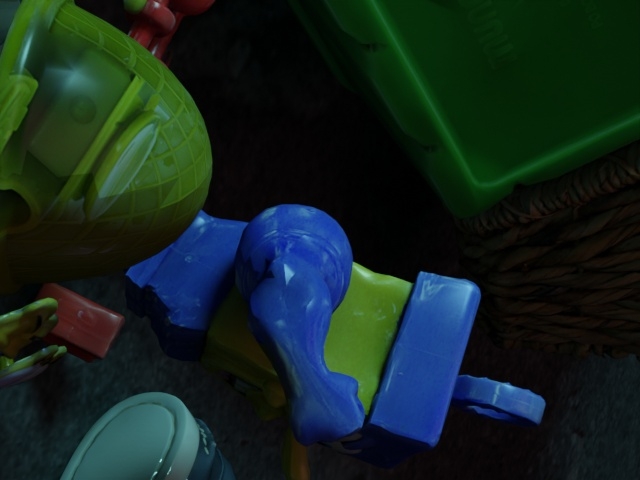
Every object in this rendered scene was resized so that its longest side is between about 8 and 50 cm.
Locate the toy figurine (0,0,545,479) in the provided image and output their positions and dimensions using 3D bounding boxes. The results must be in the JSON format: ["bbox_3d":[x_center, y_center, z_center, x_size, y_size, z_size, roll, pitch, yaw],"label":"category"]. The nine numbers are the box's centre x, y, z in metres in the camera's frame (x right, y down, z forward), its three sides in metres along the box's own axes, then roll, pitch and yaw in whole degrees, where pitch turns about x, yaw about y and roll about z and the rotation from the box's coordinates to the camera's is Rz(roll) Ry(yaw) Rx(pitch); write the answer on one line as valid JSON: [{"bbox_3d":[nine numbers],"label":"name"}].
[{"bbox_3d":[0.000,0.000,0.624,0.191,0.217,0.362,-64,-179,-16],"label":"toy figurine"}]

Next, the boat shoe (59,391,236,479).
[{"bbox_3d":[-0.117,0.195,0.794,0.079,0.095,0.254,52,49,-38],"label":"boat shoe"}]

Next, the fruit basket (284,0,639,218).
[{"bbox_3d":[0.062,-0.255,0.811,0.392,0.283,0.392,62,9,-18],"label":"fruit basket"}]

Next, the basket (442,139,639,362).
[{"bbox_3d":[0.176,-0.105,0.994,0.223,0.213,0.299,73,29,-48],"label":"basket"}]

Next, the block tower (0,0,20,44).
[{"bbox_3d":[-0.196,0.026,0.511,0.335,0.097,0.091,-63,162,17],"label":"block tower"}]
